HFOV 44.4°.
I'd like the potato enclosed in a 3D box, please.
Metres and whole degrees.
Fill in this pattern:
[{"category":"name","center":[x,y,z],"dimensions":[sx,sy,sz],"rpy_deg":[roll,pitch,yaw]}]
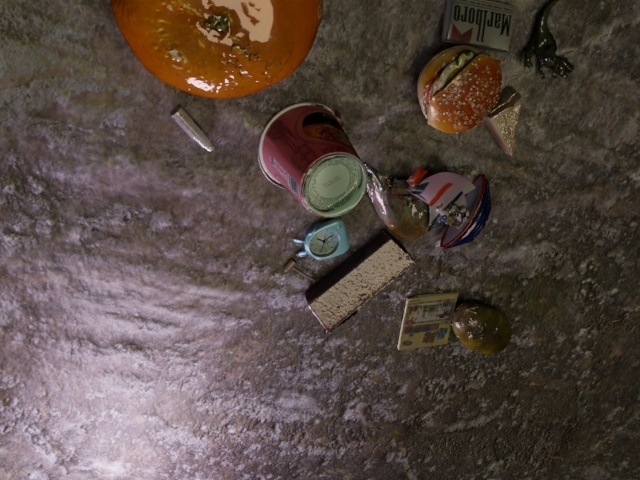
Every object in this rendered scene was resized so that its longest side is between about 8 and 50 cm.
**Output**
[{"category":"potato","center":[0.495,0.270,2.384],"dimensions":[0.251,0.113,0.149],"rpy_deg":[38,98,-31]}]

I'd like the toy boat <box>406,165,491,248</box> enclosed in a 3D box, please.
[{"category":"toy boat","center":[0.357,-0.120,2.119],"dimensions":[0.219,0.072,0.318],"rpy_deg":[-41,126,-8]}]

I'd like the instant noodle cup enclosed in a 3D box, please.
[{"category":"instant noodle cup","center":[-0.006,-0.177,1.858],"dimensions":[0.244,0.255,0.243],"rpy_deg":[-10,121,-17]}]

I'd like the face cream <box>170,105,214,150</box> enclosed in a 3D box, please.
[{"category":"face cream","center":[-0.297,-0.258,1.837],"dimensions":[0.034,0.034,0.130],"rpy_deg":[-39,123,5]}]

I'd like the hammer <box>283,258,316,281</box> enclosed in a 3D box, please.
[{"category":"hammer","center":[-0.051,0.088,2.141],"dimensions":[0.110,0.019,0.035],"rpy_deg":[34,104,-34]}]

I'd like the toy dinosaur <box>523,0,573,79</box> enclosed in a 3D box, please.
[{"category":"toy dinosaur","center":[0.589,-0.511,2.013],"dimensions":[0.187,0.087,0.178],"rpy_deg":[39,65,-48]}]

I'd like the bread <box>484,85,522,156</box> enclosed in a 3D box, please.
[{"category":"bread","center":[0.497,-0.311,2.062],"dimensions":[0.105,0.077,0.152],"rpy_deg":[-36,126,5]}]

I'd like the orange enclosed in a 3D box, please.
[{"category":"orange","center":[-0.204,-0.475,1.542],"dimensions":[0.424,0.326,0.423],"rpy_deg":[-1,129,-1]}]

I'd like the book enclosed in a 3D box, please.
[{"category":"book","center":[0.323,0.242,2.369],"dimensions":[0.168,0.013,0.192],"rpy_deg":[-4,121,-18]}]

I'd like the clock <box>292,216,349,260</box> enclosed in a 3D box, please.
[{"category":"clock","center":[0.000,0.001,2.091],"dimensions":[0.147,0.045,0.108],"rpy_deg":[-20,123,-7]}]

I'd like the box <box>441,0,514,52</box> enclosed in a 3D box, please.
[{"category":"box","center":[0.384,-0.526,1.898],"dimensions":[0.178,0.036,0.115],"rpy_deg":[4,97,-22]}]

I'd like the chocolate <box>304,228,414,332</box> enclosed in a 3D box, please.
[{"category":"chocolate","center":[0.096,0.108,2.155],"dimensions":[0.321,0.112,0.112],"rpy_deg":[-40,116,6]}]

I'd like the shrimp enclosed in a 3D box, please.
[{"category":"shrimp","center":[0.215,-0.120,2.090],"dimensions":[0.164,0.062,0.317],"rpy_deg":[-43,128,-1]}]

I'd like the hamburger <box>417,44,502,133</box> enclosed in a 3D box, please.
[{"category":"hamburger","center":[0.341,-0.369,1.930],"dimensions":[0.237,0.147,0.236],"rpy_deg":[-10,124,-16]}]
